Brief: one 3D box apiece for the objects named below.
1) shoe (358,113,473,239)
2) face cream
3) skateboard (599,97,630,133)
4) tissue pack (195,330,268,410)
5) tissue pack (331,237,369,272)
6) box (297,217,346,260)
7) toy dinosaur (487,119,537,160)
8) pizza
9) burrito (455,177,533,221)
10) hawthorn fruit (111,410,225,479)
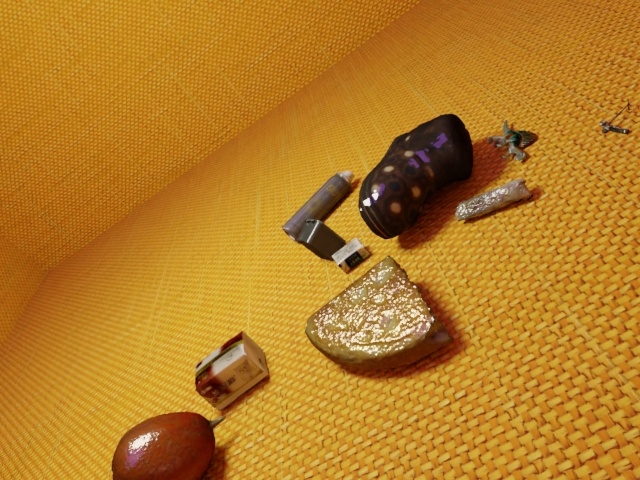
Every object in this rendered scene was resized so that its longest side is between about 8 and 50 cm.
[{"bbox_3d":[0.254,-0.167,1.339,0.237,0.171,0.384,-20,25,41],"label":"shoe"},{"bbox_3d":[0.000,-0.113,1.682,0.283,0.073,0.073,-46,28,-14],"label":"face cream"},{"bbox_3d":[0.647,-0.262,1.153,0.083,0.032,0.064,-46,38,-8],"label":"skateboard"},{"bbox_3d":[-0.214,0.305,1.281,0.148,0.099,0.106,-38,27,4],"label":"tissue pack"},{"bbox_3d":[0.078,0.038,1.388,0.083,0.042,0.062,-38,25,2],"label":"tissue pack"},{"bbox_3d":[0.000,0.000,1.468,0.084,0.122,0.069,8,64,57],"label":"box"},{"bbox_3d":[0.482,-0.253,1.339,0.106,0.044,0.187,5,37,37],"label":"toy dinosaur"},{"bbox_3d":[0.101,0.185,1.091,0.268,0.087,0.258,-36,31,8],"label":"pizza"},{"bbox_3d":[0.380,-0.088,1.200,0.171,0.042,0.051,-24,60,37],"label":"burrito"},{"bbox_3d":[-0.305,0.439,1.119,0.251,0.199,0.199,-34,24,-21],"label":"hawthorn fruit"}]
